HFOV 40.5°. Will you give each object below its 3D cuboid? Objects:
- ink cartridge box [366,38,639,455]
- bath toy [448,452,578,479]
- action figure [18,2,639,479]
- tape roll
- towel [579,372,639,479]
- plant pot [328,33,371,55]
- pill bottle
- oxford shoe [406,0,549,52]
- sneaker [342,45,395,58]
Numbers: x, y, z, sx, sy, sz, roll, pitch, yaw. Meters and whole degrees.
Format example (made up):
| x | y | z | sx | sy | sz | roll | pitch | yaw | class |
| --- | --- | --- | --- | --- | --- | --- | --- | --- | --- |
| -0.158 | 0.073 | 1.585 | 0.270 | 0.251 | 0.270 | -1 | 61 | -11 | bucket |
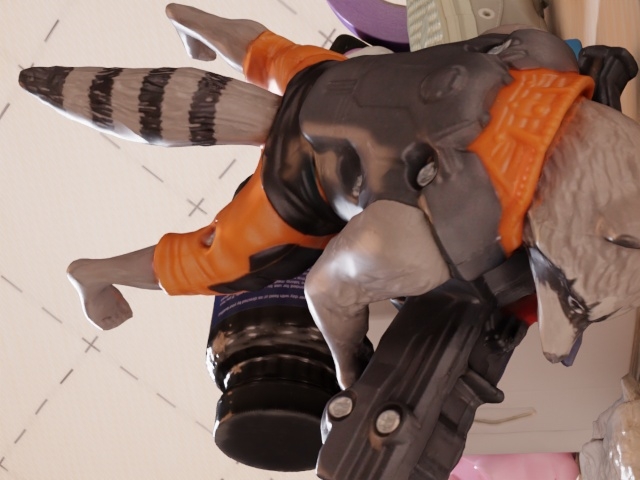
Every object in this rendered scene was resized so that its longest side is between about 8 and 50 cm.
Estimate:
| x | y | z | sx | sy | sz | roll | pitch | yaw | class |
| --- | --- | --- | --- | --- | --- | --- | --- | --- | --- |
| 0.111 | 0.007 | 0.596 | 0.168 | 0.171 | 0.233 | 73 | -165 | -47 | ink cartridge box |
| 0.201 | 0.202 | 0.892 | 0.129 | 0.151 | 0.348 | -37 | -51 | -33 | bath toy |
| 0.000 | 0.000 | 0.406 | 0.178 | 0.330 | 0.341 | 50 | -124 | -44 | action figure |
| 0.124 | -0.382 | 1.112 | 0.090 | 0.274 | 0.275 | -6 | -88 | -81 | tape roll |
| 0.148 | 0.209 | 0.374 | 0.187 | 0.049 | 0.282 | 60 | -152 | -67 | towel |
| 0.063 | -0.158 | 1.121 | 0.188 | 0.187 | 0.167 | -58 | -20 | 1 | plant pot |
| -0.022 | 0.056 | 0.665 | 0.123 | 0.122 | 0.219 | 75 | -165 | -48 | pill bottle |
| 0.163 | -0.258 | 0.898 | 0.169 | 0.130 | 0.449 | 98 | 172 | -55 | oxford shoe |
| 0.069 | -0.043 | 0.799 | 0.152 | 0.114 | 0.305 | 57 | 168 | 37 | sneaker |
